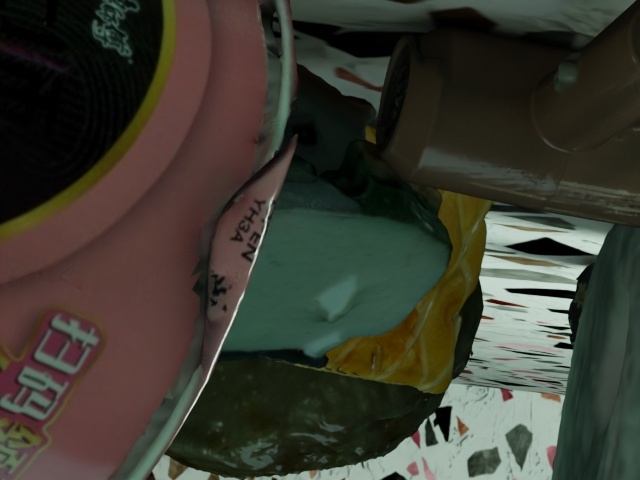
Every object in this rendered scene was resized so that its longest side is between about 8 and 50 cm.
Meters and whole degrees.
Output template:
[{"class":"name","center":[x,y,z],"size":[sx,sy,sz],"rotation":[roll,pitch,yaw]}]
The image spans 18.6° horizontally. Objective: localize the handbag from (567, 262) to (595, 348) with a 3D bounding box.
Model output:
[{"class":"handbag","center":[0.227,0.058,1.406],"size":[0.115,0.072,0.139],"rotation":[5,177,-6]}]

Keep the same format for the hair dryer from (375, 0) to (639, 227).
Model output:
[{"class":"hair dryer","center":[0.096,-0.057,0.689],"size":[0.117,0.064,0.181],"rotation":[11,165,-11]}]

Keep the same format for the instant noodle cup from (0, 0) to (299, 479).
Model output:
[{"class":"instant noodle cup","center":[-0.174,-0.038,0.532],"size":[0.255,0.244,0.244],"rotation":[22,166,-35]}]

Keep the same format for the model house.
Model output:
[{"class":"model house","center":[-0.035,-0.038,0.801],"size":[0.148,0.149,0.119],"rotation":[-2,147,-24]}]

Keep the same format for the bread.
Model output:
[{"class":"bread","center":[0.001,0.000,0.963],"size":[0.188,0.125,0.068],"rotation":[15,177,-42]}]

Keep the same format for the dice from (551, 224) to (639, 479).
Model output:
[{"class":"dice","center":[0.301,0.161,1.081],"size":[0.328,0.330,0.348],"rotation":[9,175,1]}]

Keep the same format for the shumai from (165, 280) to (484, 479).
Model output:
[{"class":"shumai","center":[-0.020,0.053,1.168],"size":[0.256,0.189,0.218],"rotation":[12,173,20]}]
